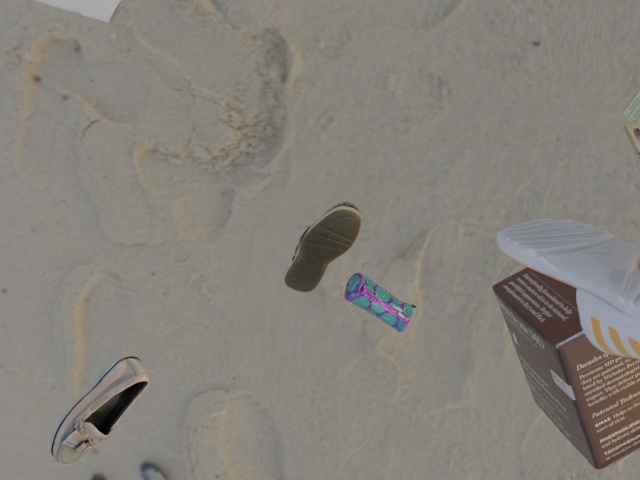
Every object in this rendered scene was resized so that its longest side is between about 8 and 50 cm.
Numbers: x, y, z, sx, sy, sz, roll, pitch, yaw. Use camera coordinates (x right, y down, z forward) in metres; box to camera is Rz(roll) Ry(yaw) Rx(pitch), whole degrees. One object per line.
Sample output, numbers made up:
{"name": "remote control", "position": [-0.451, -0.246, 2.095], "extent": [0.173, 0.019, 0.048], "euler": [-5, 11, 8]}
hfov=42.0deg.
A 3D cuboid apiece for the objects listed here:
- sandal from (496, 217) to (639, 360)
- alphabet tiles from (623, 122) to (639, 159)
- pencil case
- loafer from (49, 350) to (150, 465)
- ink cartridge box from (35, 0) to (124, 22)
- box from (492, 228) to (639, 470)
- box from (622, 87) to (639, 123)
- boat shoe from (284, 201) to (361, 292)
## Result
{"name": "sandal", "position": [0.245, 0.047, 0.670], "extent": [0.102, 0.265, 0.076], "euler": [-17, 113, -20]}
{"name": "alphabet tiles", "position": [0.657, -0.128, 1.295], "extent": [0.342, 0.011, 0.285], "euler": [-7, 60, -11]}
{"name": "pencil case", "position": [0.120, 0.126, 1.703], "extent": [0.151, 0.070, 0.064], "euler": [32, 84, -24]}
{"name": "loafer", "position": [-0.201, 0.159, 0.760], "extent": [0.039, 0.045, 0.125], "euler": [41, 97, 38]}
{"name": "ink cartridge box", "position": [-0.394, -0.367, 0.895], "extent": [0.069, 0.371, 0.176], "euler": [-39, 50, 42]}
{"name": "box", "position": [0.345, 0.130, 1.027], "extent": [0.167, 0.168, 0.203], "euler": [-27, 115, -3]}
{"name": "box", "position": [0.765, -0.242, 1.628], "extent": [0.213, 0.117, 0.243], "euler": [-33, 75, -9]}
{"name": "boat shoe", "position": [0.001, 0.001, 1.441], "extent": [0.080, 0.073, 0.223], "euler": [20, 134, -15]}
